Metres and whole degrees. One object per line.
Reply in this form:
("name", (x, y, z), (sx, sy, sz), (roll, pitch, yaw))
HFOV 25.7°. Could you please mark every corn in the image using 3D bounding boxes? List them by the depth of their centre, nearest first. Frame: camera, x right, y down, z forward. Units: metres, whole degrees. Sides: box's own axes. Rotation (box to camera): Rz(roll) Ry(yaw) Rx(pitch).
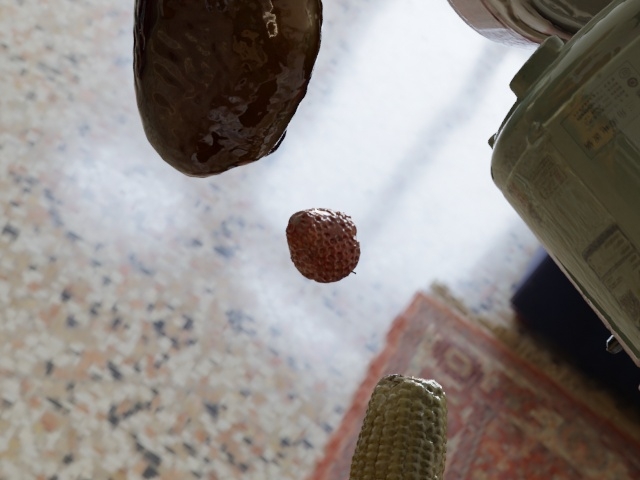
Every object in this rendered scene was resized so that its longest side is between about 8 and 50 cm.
("corn", (0.059, 0.269, 1.228), (0.097, 0.097, 0.320), (20, 64, -22))

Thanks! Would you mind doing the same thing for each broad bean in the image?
("broad bean", (-0.048, -0.111, 0.710), (0.114, 0.165, 0.084), (35, 44, 16))

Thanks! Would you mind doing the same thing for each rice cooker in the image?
("rice cooker", (0.241, -0.037, 0.811), (0.241, 0.280, 0.227), (-23, 69, -42))

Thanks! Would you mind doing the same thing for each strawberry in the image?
("strawberry", (0.000, 0.000, 1.285), (0.073, 0.073, 0.083), (57, 1, 29))

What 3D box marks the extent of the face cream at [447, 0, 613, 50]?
("face cream", (0.178, -0.221, 0.992), (0.175, 0.175, 0.195), (29, 3, -9))
